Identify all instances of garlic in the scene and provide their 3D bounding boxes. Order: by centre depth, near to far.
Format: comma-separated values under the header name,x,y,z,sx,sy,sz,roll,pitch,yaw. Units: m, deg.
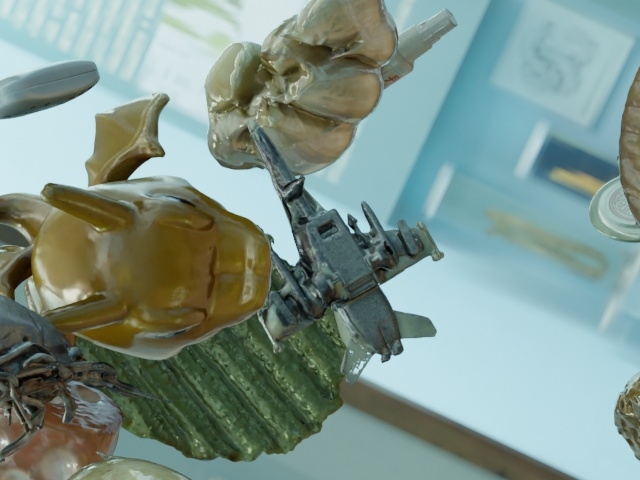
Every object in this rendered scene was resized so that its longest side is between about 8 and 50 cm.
name,x,y,z,sx,sy,sz,roll,pitch,yaw
garlic,-0.020,-0.176,2.120,0.281,0.185,0.203,-33,3,20

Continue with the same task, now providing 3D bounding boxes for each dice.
name,x,y,z,sx,sy,sz,roll,pitch,yaw
dice,-0.332,0.251,2.063,0.174,0.179,0.175,-76,4,-76

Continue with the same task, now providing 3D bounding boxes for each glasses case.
name,x,y,z,sx,sy,sz,roll,pitch,yaw
glasses case,-0.296,-0.159,1.913,0.067,0.045,0.178,-19,5,27

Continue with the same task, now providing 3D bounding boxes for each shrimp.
name,x,y,z,sx,sy,sz,roll,pitch,yaw
shrimp,-0.297,0.130,1.787,0.116,0.343,0.145,-27,56,37

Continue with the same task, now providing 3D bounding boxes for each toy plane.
name,x,y,z,sx,sy,sz,roll,pitch,yaw
toy plane,0.003,-0.002,1.702,0.192,0.262,0.088,-30,4,-18

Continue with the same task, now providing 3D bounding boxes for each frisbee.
name,x,y,z,sx,sy,sz,roll,pitch,yaw
frisbee,0.331,-0.036,1.884,0.110,0.110,0.014,-62,-35,-44

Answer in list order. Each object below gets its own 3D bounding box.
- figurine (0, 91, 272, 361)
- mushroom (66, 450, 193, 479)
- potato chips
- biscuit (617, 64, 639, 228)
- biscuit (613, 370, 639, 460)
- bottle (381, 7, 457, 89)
name,x,y,z,sx,sy,sz,roll,pitch,yaw
figurine,-0.266,0.028,2.090,0.401,0.268,0.387,-31,15,-20
mushroom,-0.139,0.324,1.694,0.195,0.253,0.189,-58,19,-11
potato chips,-0.170,0.148,2.703,0.358,0.429,0.070,-42,-2,-8
biscuit,0.426,-0.092,1.704,0.040,0.318,0.318,7,-70,-57
biscuit,0.395,0.216,1.673,0.075,0.296,0.296,-52,-7,-21
bottle,0.076,-0.219,2.273,0.217,0.060,0.060,-34,11,24
